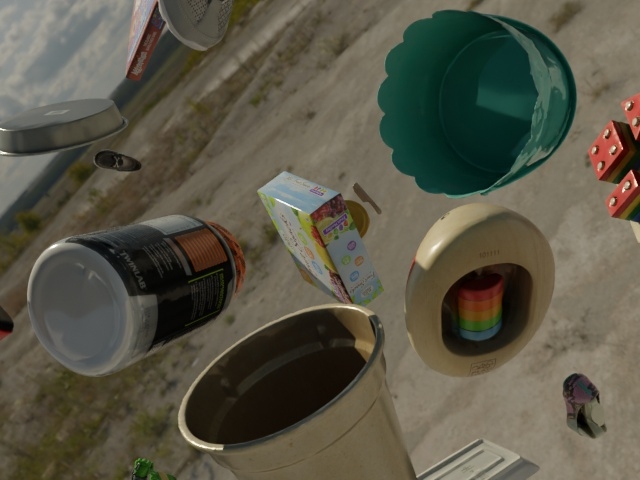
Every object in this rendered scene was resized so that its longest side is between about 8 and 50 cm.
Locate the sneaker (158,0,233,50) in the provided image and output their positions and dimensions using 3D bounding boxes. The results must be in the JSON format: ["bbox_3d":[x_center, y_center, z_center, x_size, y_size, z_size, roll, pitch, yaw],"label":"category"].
[{"bbox_3d":[-0.107,-0.351,0.805,0.115,0.105,0.282,17,101,36],"label":"sneaker"}]

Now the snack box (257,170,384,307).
[{"bbox_3d":[0.000,0.000,1.222,0.070,0.207,0.174,-36,33,-19],"label":"snack box"}]

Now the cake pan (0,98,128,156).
[{"bbox_3d":[-0.576,-0.256,1.619,0.293,0.054,0.293,-7,23,3],"label":"cake pan"}]

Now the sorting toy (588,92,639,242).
[{"bbox_3d":[0.626,-0.172,1.392,0.256,0.089,0.257,114,162,-47],"label":"sorting toy"}]

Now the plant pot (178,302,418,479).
[{"bbox_3d":[0.002,0.316,1.130,0.333,0.306,0.334,-23,20,9],"label":"plant pot"}]

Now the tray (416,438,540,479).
[{"bbox_3d":[0.269,0.430,1.342,0.270,0.030,0.145,-14,21,-40],"label":"tray"}]

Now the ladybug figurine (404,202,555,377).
[{"bbox_3d":[0.304,0.099,1.468,0.304,0.450,0.162,-11,42,-7],"label":"ladybug figurine"}]

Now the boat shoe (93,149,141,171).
[{"bbox_3d":[-0.468,-0.181,1.693,0.038,0.125,0.046,16,92,31],"label":"boat shoe"}]

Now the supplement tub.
[{"bbox_3d":[-0.254,0.066,1.093,0.193,0.194,0.316,-39,-8,25],"label":"supplement tub"}]

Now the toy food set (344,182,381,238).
[{"bbox_3d":[0.071,-0.040,2.066,0.218,0.128,0.071,-47,-11,-7],"label":"toy food set"}]

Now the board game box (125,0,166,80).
[{"bbox_3d":[-0.242,-0.357,1.067,0.281,0.027,0.145,152,125,-63],"label":"board game box"}]

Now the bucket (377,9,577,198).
[{"bbox_3d":[0.245,-0.212,1.135,0.281,0.281,0.183,-32,-10,39],"label":"bucket"}]

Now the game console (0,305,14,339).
[{"bbox_3d":[-0.571,-0.018,0.894,0.386,0.342,0.060,29,75,38],"label":"game console"}]

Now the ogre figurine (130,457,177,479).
[{"bbox_3d":[-0.312,0.542,1.483,0.118,0.197,0.097,-57,16,10],"label":"ogre figurine"}]

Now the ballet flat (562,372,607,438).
[{"bbox_3d":[0.524,0.340,1.435,0.076,0.222,0.079,-34,46,-4],"label":"ballet flat"}]
